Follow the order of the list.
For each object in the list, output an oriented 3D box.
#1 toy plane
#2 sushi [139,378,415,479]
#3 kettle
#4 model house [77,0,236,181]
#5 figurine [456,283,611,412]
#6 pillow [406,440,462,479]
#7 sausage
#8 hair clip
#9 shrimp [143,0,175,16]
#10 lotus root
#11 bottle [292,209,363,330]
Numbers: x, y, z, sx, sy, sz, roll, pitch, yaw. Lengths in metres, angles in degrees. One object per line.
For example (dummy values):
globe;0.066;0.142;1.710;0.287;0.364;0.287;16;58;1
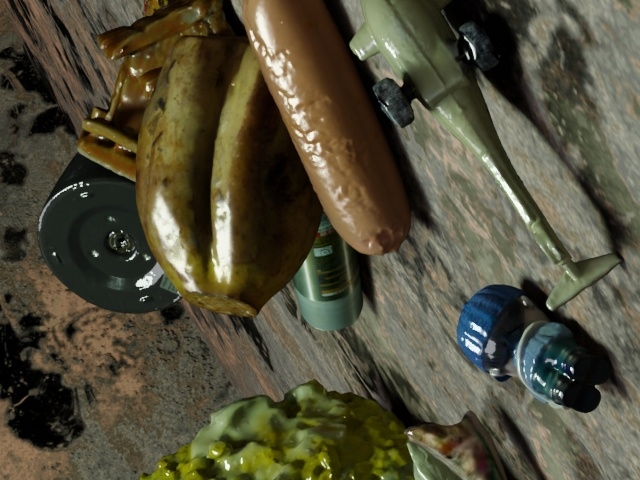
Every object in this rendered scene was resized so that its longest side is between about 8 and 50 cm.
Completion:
toy plane;0.110;-0.085;1.100;0.286;0.092;0.108;58;-171;20
sushi;-0.027;0.375;1.916;0.240;0.397;0.351;42;149;57
kettle;-0.200;-0.055;1.983;0.207;0.268;0.290;-60;8;35
model house;-0.163;-0.179;1.752;0.199;0.220;0.229;-116;42;-82
figurine;0.172;0.093;1.249;0.149;0.087;0.086;39;117;59
pillow;0.190;0.368;1.675;0.274;0.076;0.281;58;180;28
sausage;0.008;-0.118;1.423;0.289;0.086;0.086;64;168;-16
hair clip;0.207;0.281;1.506;0.300;0.069;0.173;48;170;9
shrimp;-0.205;-0.278;2.006;0.294;0.062;0.154;107;140;-75
lotus root;-0.092;-0.070;1.512;0.193;0.193;0.291;-179;93;-76
bottle;0.000;0.000;1.717;0.082;0.082;0.286;54;165;32
